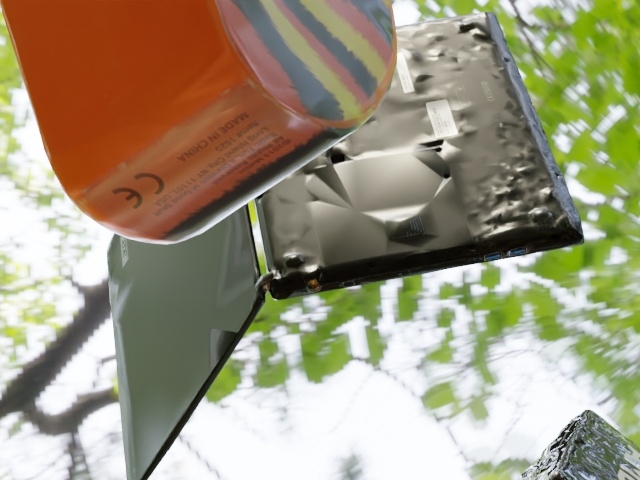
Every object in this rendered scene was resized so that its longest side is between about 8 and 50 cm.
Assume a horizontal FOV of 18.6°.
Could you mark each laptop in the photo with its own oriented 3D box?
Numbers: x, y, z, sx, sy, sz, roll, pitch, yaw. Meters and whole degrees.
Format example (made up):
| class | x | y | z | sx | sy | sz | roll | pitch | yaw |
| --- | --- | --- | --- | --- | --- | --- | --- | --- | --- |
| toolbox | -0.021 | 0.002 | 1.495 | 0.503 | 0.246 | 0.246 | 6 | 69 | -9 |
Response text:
| class | x | y | z | sx | sy | sz | roll | pitch | yaw |
| --- | --- | --- | --- | --- | --- | --- | --- | --- | --- |
| laptop | 0.000 | 0.000 | 1.132 | 0.264 | 0.234 | 0.136 | -10 | -51 | -2 |

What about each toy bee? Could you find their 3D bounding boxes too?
| class | x | y | z | sx | sy | sz | roll | pitch | yaw |
| --- | --- | --- | --- | --- | --- | --- | --- | --- | --- |
| toy bee | -0.043 | -0.144 | 0.490 | 0.195 | 0.162 | 0.298 | -9 | -95 | 30 |

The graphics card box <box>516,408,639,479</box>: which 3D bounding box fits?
| class | x | y | z | sx | sy | sz | roll | pitch | yaw |
| --- | --- | --- | --- | --- | --- | --- | --- | --- | --- |
| graphics card box | 0.156 | 0.261 | 0.653 | 0.371 | 0.094 | 0.233 | 40 | -72 | 6 |
